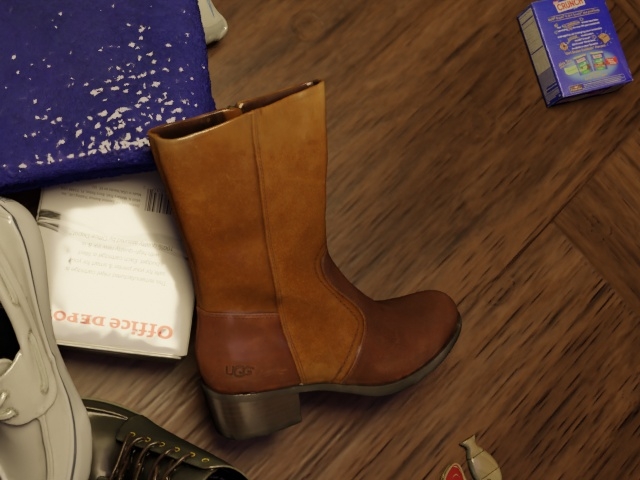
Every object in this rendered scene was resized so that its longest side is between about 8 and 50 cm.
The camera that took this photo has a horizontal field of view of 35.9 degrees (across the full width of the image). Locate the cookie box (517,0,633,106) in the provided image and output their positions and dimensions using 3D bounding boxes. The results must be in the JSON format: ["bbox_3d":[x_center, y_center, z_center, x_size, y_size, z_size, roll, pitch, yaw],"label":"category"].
[{"bbox_3d":[0.271,-0.206,1.056,0.092,0.040,0.107,-15,84,-19],"label":"cookie box"}]

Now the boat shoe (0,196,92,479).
[{"bbox_3d":[-0.246,0.098,0.747,0.095,0.084,0.258,-12,97,19],"label":"boat shoe"}]

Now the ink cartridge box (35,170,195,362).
[{"bbox_3d":[-0.175,0.003,0.856,0.140,0.082,0.190,9,78,-13],"label":"ink cartridge box"}]

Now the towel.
[{"bbox_3d":[-0.214,-0.191,0.821,0.228,0.076,0.308,-10,77,-11],"label":"towel"}]

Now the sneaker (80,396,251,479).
[{"bbox_3d":[-0.145,0.182,0.811,0.222,0.118,0.083,22,74,-12],"label":"sneaker"}]

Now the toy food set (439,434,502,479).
[{"bbox_3d":[0.158,0.255,0.940,0.078,0.019,0.122,-38,91,-20],"label":"toy food set"}]

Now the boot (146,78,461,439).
[{"bbox_3d":[0.000,0.000,0.841,0.264,0.096,0.280,-15,113,-18],"label":"boot"}]

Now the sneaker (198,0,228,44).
[{"bbox_3d":[-0.149,-0.261,0.936,0.083,0.071,0.190,-22,86,-39],"label":"sneaker"}]
